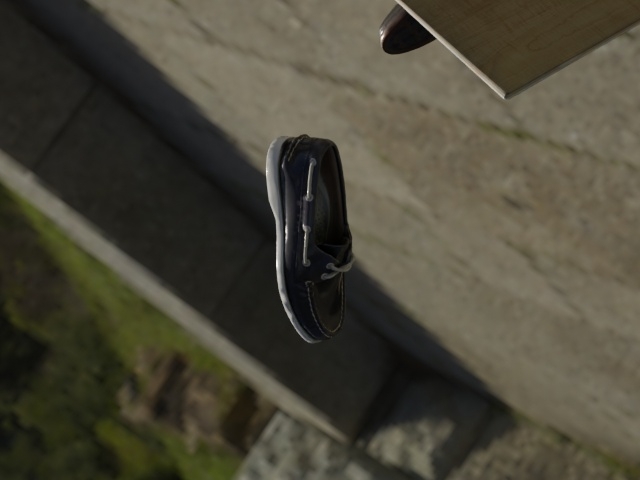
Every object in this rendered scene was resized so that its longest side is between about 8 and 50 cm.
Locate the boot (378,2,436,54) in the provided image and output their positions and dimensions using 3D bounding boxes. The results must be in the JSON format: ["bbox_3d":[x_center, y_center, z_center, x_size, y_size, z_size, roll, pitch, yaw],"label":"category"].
[{"bbox_3d":[0.122,-0.286,1.894,0.106,0.219,0.082,53,-169,31],"label":"boot"}]

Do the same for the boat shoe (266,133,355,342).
[{"bbox_3d":[0.000,0.000,1.101,0.038,0.125,0.046,2,-163,33],"label":"boat shoe"}]

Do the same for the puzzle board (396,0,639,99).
[{"bbox_3d":[0.117,-0.132,1.050,0.096,0.128,0.011,45,152,29],"label":"puzzle board"}]
